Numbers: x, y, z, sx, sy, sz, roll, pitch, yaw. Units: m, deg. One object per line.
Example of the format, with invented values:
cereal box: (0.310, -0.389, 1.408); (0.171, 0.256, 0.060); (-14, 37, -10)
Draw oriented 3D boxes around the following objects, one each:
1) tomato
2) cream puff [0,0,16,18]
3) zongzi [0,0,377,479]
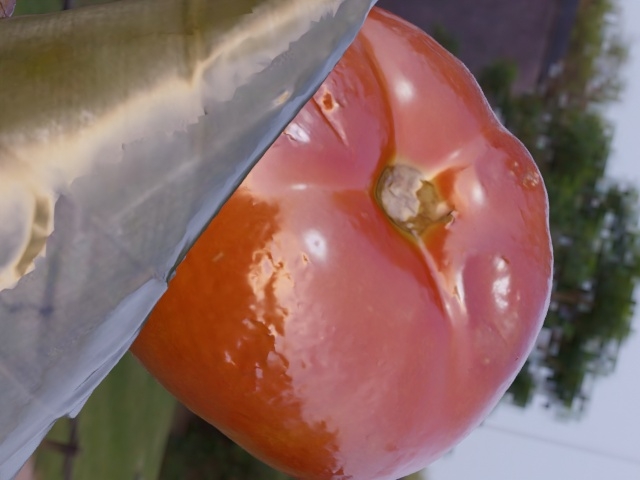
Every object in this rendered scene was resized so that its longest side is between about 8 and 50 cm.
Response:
tomato: (-0.003, -0.002, 0.934); (0.180, 0.260, 0.260); (-25, -140, 41)
cream puff: (-0.227, -0.151, 1.000); (0.122, 0.116, 0.094); (-8, -146, 53)
zongzi: (-0.151, 0.059, 0.708); (0.356, 0.393, 0.174); (87, -19, -56)
